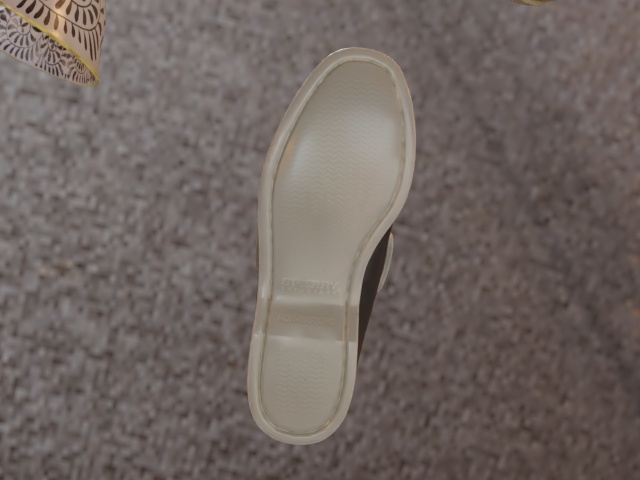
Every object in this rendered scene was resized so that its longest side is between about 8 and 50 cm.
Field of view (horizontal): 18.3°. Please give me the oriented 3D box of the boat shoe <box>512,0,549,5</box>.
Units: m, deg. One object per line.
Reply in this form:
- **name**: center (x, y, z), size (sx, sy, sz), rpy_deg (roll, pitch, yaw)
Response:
- **boat shoe**: center (0.187, -0.256, 1.052), size (0.098, 0.302, 0.109), rpy_deg (28, -4, 42)

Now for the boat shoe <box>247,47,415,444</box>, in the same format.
- **boat shoe**: center (0.000, 0.000, 1.508), size (0.114, 0.303, 0.091), rpy_deg (15, 9, -3)

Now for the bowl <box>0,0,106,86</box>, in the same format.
- **bowl**: center (-0.199, -0.177, 1.291), size (0.170, 0.080, 0.170), rpy_deg (29, -8, 4)
